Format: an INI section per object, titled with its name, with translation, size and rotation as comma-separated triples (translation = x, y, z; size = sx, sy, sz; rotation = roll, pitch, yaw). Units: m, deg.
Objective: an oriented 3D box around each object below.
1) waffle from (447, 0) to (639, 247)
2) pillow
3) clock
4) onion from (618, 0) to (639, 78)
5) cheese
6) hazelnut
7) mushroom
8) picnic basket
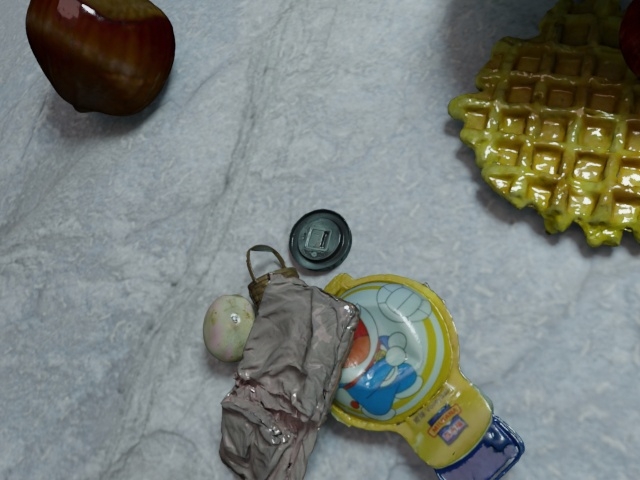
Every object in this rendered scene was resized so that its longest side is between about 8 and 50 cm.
[waffle]
translation = 0.322, -0.154, 0.606
size = 0.312, 0.060, 0.307
rotation = -41, 63, 2
[pillow]
translation = -0.047, 0.163, 0.570
size = 0.135, 0.049, 0.248
rotation = 24, 99, 40
[clock]
translation = 0.000, 0.000, 0.679
size = 0.085, 0.017, 0.085
rotation = -7, 67, 16
[onion]
translation = 0.363, -0.212, 0.510
size = 0.131, 0.131, 0.131
rotation = -7, 68, 17
[cheese]
translation = 0.088, 0.142, 0.564
size = 0.177, 0.069, 0.270
rotation = -44, 63, 0
[hazelnut]
translation = -0.347, -0.304, 0.827
size = 0.230, 0.229, 0.229
rotation = -7, 68, 17
[mushroom]
translation = -0.108, 0.108, 0.647
size = 0.084, 0.068, 0.083
rotation = -29, 53, 47
[picnic basket]
translation = -0.063, 0.044, 0.654
size = 0.072, 0.072, 0.083
rotation = -25, 74, 9
